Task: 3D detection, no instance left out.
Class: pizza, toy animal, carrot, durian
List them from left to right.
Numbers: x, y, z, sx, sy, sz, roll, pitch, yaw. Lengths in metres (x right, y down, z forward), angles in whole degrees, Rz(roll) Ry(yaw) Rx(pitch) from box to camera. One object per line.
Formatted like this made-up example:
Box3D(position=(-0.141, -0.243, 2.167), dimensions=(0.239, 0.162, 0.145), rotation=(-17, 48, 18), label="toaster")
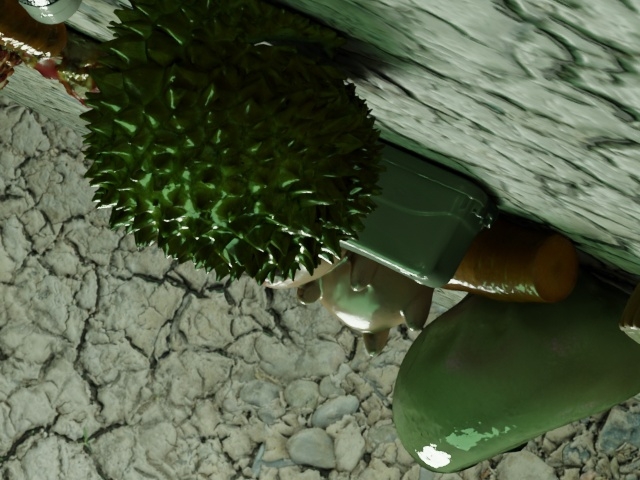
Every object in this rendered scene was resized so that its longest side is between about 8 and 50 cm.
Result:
Box3D(position=(-0.305, -0.212, 1.497), dimensions=(0.186, 0.060, 0.060), rotation=(27, 177, -43), label="carrot")
Box3D(position=(-0.257, -0.179, 1.673), dimensions=(0.199, 0.062, 0.188), rotation=(27, 174, -19), label="pizza")
Box3D(position=(-0.055, -0.063, 1.079), dimensions=(0.200, 0.176, 0.237), rotation=(6, 166, -2), label="durian")
Box3D(position=(0.007, -0.009, 1.629), dimensions=(0.250, 0.154, 0.166), rotation=(35, 130, -25), label="toy animal")
Box3D(position=(0.142, 0.012, 1.510), dimensions=(0.087, 0.087, 0.193), rotation=(27, 177, -36), label="carrot")

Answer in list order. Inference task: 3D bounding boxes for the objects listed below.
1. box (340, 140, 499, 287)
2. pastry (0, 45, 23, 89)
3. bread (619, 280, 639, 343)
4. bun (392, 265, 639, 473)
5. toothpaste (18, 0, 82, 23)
Box3D(position=(0.056, -0.027, 1.424), dimensions=(0.172, 0.093, 0.124), rotation=(24, 177, 17), label="box")
Box3D(position=(-0.416, -0.215, 1.861), dimensions=(0.097, 0.115, 0.208), rotation=(51, -174, 15), label="pastry")
Box3D(position=(0.343, 0.086, 1.282), dimensions=(0.236, 0.070, 0.236), rotation=(26, 177, 2), label="bread")
Box3D(position=(0.188, 0.107, 1.615), dimensions=(0.283, 0.283, 0.179), rotation=(41, -156, -80), label="bun")
Box3D(position=(-0.200, -0.197, 1.109), dimensions=(0.071, 0.045, 0.193), rotation=(16, 169, 10), label="toothpaste")
